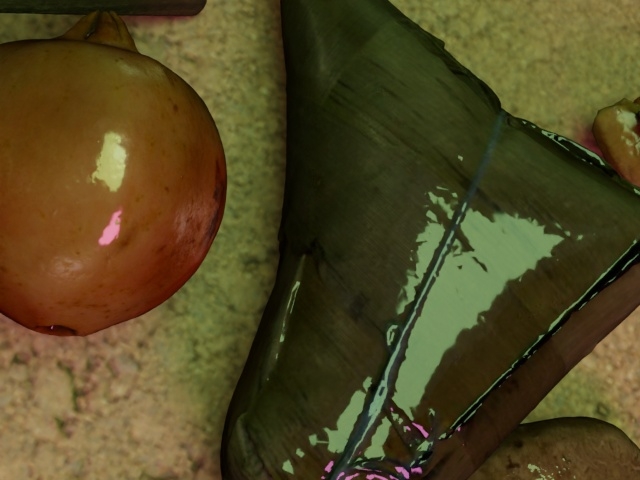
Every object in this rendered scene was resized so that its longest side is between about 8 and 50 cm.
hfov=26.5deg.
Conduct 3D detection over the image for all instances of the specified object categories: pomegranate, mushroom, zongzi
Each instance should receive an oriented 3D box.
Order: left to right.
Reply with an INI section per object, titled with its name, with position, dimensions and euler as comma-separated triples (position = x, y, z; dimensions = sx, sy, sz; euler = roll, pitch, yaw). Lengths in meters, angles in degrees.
[pomegranate]
position = -0.164, -0.039, 0.890
dimensions = 0.209, 0.209, 0.209
euler = 4, 78, -18
[zongzi]
position = 0.000, 0.000, 0.962
dimensions = 0.393, 0.174, 0.356
euler = 44, 75, 4
[mushroom]
position = 0.163, 0.184, 1.021
dimensions = 0.209, 0.072, 0.094
euler = -7, 73, -19

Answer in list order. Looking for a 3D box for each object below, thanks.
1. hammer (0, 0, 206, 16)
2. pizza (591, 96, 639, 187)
[hammer]
position = -0.206, -0.169, 0.893
dimensions = 0.365, 0.043, 0.111
euler = -11, 111, -52
[pizza]
position = 0.357, -0.043, 1.123
dimensions = 0.305, 0.085, 0.161
euler = 25, 72, -14
